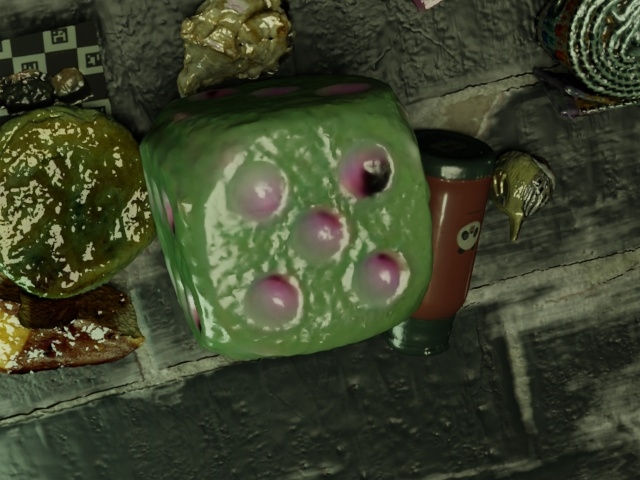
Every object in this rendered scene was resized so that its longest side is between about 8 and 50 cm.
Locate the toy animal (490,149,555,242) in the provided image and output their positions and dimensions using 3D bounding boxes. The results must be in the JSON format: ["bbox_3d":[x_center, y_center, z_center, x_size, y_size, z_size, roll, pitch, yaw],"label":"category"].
[{"bbox_3d":[0.305,-0.067,1.769,0.098,0.098,0.137,-8,80,-5],"label":"toy animal"}]

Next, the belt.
[{"bbox_3d":[0.446,-0.302,1.657,0.295,0.160,0.207,-17,115,-1],"label":"belt"}]

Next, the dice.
[{"bbox_3d":[-0.051,-0.041,1.582,0.330,0.322,0.318,-12,106,-13],"label":"dice"}]

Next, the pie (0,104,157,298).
[{"bbox_3d":[-0.344,-0.056,1.655,0.277,0.078,0.277,-11,112,-29],"label":"pie"}]

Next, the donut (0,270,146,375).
[{"bbox_3d":[-0.414,0.116,1.740,0.295,0.112,0.151,18,132,-19],"label":"donut"}]

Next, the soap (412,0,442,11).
[{"bbox_3d":[0.137,-0.461,1.585,0.181,0.081,0.259,-33,114,7],"label":"soap"}]

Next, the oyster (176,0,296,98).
[{"bbox_3d":[-0.124,-0.259,1.641,0.163,0.081,0.191,22,122,-26],"label":"oyster"}]

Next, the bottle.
[{"bbox_3d":[0.162,0.015,1.765,0.143,0.144,0.336,3,114,-10],"label":"bottle"}]

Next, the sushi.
[{"bbox_3d":[-0.403,-0.207,1.633,0.215,0.050,0.192,-16,133,-15],"label":"sushi"}]
